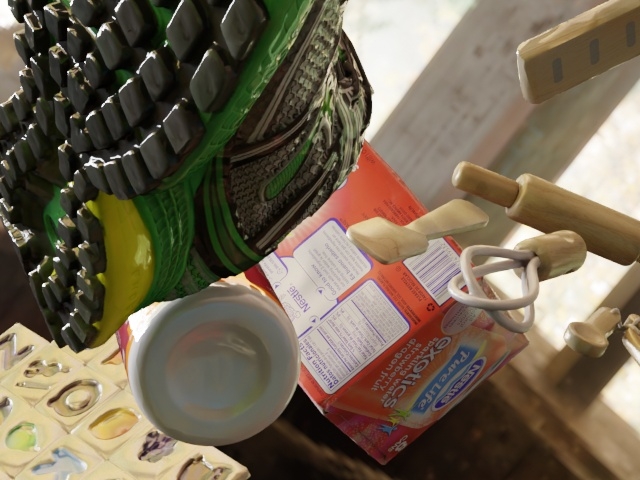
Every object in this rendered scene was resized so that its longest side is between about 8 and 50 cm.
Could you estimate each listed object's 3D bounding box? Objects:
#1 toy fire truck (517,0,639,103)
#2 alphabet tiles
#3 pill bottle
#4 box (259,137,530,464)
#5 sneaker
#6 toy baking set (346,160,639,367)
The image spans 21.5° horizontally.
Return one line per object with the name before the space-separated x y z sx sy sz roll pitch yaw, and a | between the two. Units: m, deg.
toy fire truck | 0.195 -0.210 0.949 0.217 0.158 0.246 51 -131 -41
alphabet tiles | -0.220 0.174 1.340 0.342 0.285 0.011 24 146 46
pill bottle | -0.066 0.039 0.876 0.086 0.086 0.152 29 -170 -21
box | 0.000 0.000 1.085 0.257 0.128 0.122 50 -179 31
sneaker | -0.042 -0.079 0.667 0.146 0.343 0.134 -23 -105 -24
toy baking set | 0.138 0.015 0.938 0.256 0.030 0.197 24 -157 -7
